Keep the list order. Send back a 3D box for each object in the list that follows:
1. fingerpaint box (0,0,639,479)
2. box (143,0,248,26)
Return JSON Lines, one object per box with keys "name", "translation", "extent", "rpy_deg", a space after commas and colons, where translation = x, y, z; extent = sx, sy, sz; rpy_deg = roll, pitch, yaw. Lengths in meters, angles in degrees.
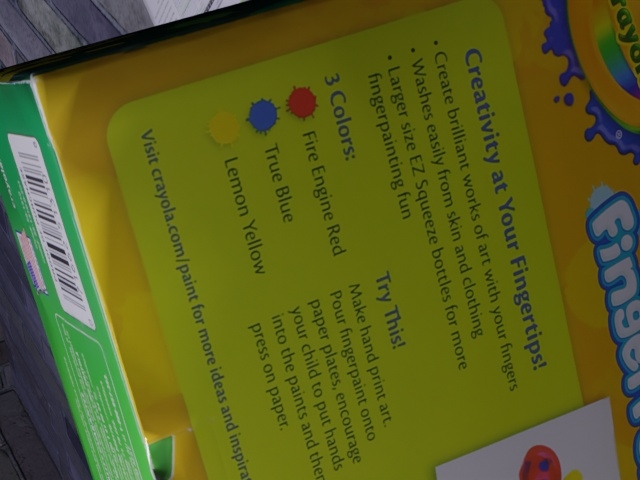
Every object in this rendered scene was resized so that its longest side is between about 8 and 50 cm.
{"name": "fingerpaint box", "translation": [0.050, 0.068, 0.677], "extent": [0.163, 0.371, 0.444], "rpy_deg": [15, 123, 62]}
{"name": "box", "translation": [-0.121, -0.271, 1.154], "extent": [0.321, 0.059, 0.232], "rpy_deg": [67, 156, 8]}
